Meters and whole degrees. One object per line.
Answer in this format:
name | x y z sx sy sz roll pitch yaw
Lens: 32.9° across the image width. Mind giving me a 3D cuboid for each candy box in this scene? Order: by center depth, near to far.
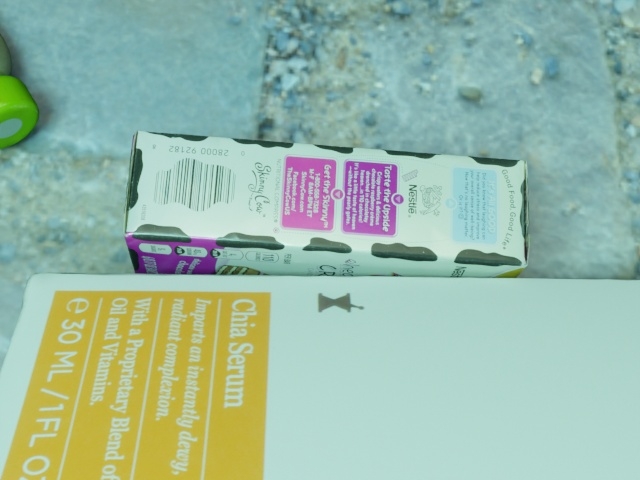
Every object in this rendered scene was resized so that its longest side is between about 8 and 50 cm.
candy box | 0.000 0.000 0.693 0.234 0.159 0.071 3 71 -3

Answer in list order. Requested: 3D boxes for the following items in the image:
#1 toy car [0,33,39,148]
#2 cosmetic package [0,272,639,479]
toy car | -0.320 -0.100 0.741 0.188 0.149 0.155 -38 72 14
cosmetic package | 0.055 0.146 0.584 0.454 0.161 0.230 0 36 -2
